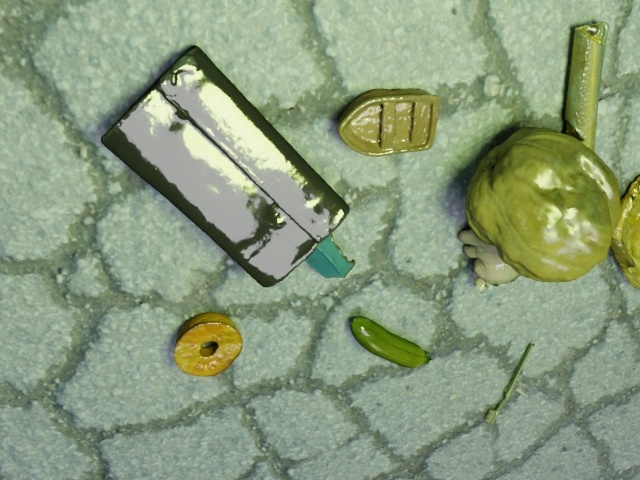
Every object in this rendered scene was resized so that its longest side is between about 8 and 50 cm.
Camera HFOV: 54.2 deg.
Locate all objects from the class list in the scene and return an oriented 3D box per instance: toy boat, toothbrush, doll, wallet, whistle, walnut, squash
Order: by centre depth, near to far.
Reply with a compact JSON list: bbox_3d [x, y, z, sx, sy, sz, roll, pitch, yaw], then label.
[{"bbox_3d":[-0.154,-0.113,1.100,0.228,0.062,0.406,-43,115,7],"label":"wallet"},{"bbox_3d":[0.117,-0.219,1.150,0.188,0.061,0.116,-6,125,-11],"label":"toy boat"},{"bbox_3d":[0.421,-0.071,1.185,0.277,0.282,0.253,37,108,3],"label":"walnut"},{"bbox_3d":[0.515,-0.264,1.231,0.068,0.057,0.326,-15,125,-9],"label":"whistle"},{"bbox_3d":[0.000,0.000,1.264,0.075,0.077,0.185,-6,139,42],"label":"toy boat"},{"bbox_3d":[0.389,0.026,1.367,0.149,0.095,0.192,-28,123,2],"label":"doll"},{"bbox_3d":[0.160,0.247,1.468,0.258,0.069,0.069,32,110,-30],"label":"squash"},{"bbox_3d":[0.511,0.390,1.682,0.028,0.026,0.294,16,118,-7],"label":"toothbrush"}]

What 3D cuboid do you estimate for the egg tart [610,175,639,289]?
[{"bbox_3d":[0.825,-0.025,1.420,0.339,0.153,0.351,26,112,-25],"label":"egg tart"}]

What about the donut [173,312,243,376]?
[{"bbox_3d":[-0.244,0.221,1.345,0.152,0.058,0.152,-8,124,-11],"label":"donut"}]
